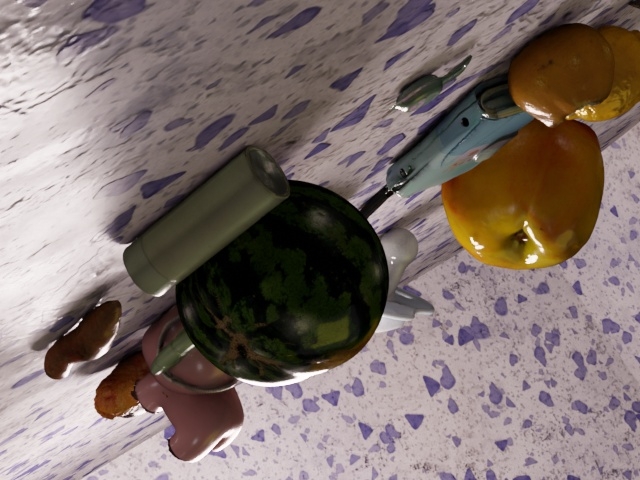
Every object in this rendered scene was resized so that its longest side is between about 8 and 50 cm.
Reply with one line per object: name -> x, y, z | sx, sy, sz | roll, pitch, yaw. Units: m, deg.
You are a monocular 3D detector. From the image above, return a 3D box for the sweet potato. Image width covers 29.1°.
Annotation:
sweet potato -> -0.309, 0.133, 1.629 | 0.202, 0.058, 0.055 | -41, -170, 36

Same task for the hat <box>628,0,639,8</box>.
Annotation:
hat -> 0.528, -0.386, 1.935 | 0.087, 0.042, 0.058 | 0, -178, 23

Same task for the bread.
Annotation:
bread -> -0.296, 0.224, 2.123 | 0.139, 0.095, 0.269 | -23, -165, 38

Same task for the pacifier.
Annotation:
pacifier -> 0.137, 0.078, 2.714 | 0.299, 0.244, 0.233 | -5, 120, -66

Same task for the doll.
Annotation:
doll -> -0.166, 0.187, 1.950 | 0.284, 0.216, 0.268 | -19, 157, -52

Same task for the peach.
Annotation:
peach -> 0.369, -0.099, 2.215 | 0.289, 0.289, 0.308 | -43, -154, 50

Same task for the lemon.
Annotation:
lemon -> 0.449, -0.262, 1.968 | 0.187, 0.142, 0.142 | -40, 171, 6

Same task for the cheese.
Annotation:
cheese -> 0.138, -0.193, 1.557 | 0.120, 0.026, 0.067 | -31, 172, -18

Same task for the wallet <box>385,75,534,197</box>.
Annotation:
wallet -> 0.228, -0.162, 1.922 | 0.176, 0.075, 0.250 | -22, 167, -41

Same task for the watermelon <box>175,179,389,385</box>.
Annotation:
watermelon -> -0.043, 0.050, 1.498 | 0.269, 0.269, 0.269 | -33, 172, -5

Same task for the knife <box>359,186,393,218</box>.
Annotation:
knife -> 0.147, -0.106, 2.134 | 0.072, 0.019, 0.245 | -25, 167, -50

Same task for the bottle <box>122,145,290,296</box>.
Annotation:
bottle -> -0.129, -0.019, 1.373 | 0.201, 0.072, 0.072 | -37, 171, 24

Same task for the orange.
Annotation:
orange -> 0.348, -0.236, 1.768 | 0.156, 0.134, 0.156 | -23, 162, -8
